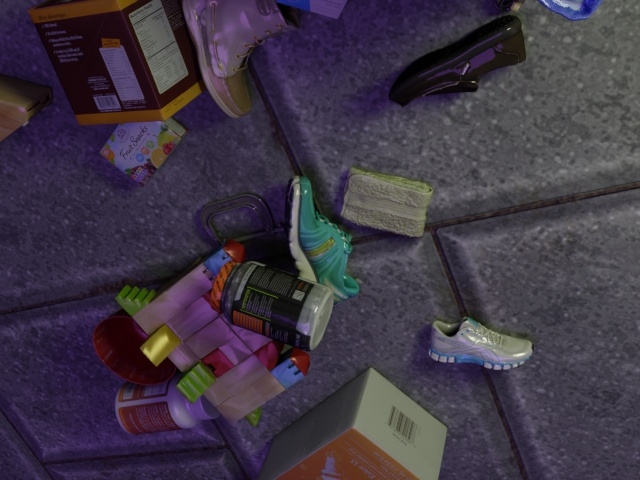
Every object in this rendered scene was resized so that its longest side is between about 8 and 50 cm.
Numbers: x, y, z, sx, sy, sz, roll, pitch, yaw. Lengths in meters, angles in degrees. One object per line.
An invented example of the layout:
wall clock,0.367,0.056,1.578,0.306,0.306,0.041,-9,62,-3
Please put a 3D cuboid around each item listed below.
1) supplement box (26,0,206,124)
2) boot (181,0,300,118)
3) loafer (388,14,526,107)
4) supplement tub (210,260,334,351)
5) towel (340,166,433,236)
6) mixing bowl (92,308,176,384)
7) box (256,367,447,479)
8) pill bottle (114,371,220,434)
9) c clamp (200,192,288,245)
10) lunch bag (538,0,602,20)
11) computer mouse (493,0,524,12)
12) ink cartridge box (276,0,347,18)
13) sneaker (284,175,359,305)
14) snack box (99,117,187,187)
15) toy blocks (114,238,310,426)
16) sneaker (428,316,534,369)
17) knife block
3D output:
supplement box,-0.308,-0.297,1.254,0.191,0.129,0.194,3,125,32
boot,-0.106,-0.300,1.240,0.165,0.077,0.213,-9,112,23
loafer,0.201,-0.243,1.180,0.220,0.080,0.078,-23,113,29
supplement tub,-0.082,0.106,1.372,0.190,0.117,0.117,19,127,13
towel,0.110,-0.062,1.367,0.148,0.027,0.110,14,127,8
mixing bowl,-0.359,0.195,1.649,0.181,0.098,0.181,9,126,12
box,0.055,0.452,1.649,0.215,0.168,0.345,39,126,-11
pill bottle,-0.319,0.345,1.725,0.216,0.121,0.121,-12,119,25
c clamp,-0.139,-0.021,1.478,0.161,0.022,0.137,-8,121,22
lunch bag,0.180,-0.451,0.894,0.385,0.328,0.239,29,126,-5
computer mouse,0.205,-0.389,1.106,0.193,0.042,0.106,21,132,-4
ink cartridge box,0.012,-0.406,1.114,0.104,0.060,0.180,7,134,-30
sneaker,0.000,0.000,1.419,0.110,0.107,0.275,-13,125,4
snack box,-0.312,-0.173,1.419,0.100,0.037,0.141,39,126,-9
toy blocks,-0.157,0.162,1.533,0.261,0.191,0.381,-35,102,21
sneaker,0.285,0.178,1.452,0.191,0.071,0.083,1,118,17
knife block,-0.648,-0.267,1.431,0.276,0.088,0.242,-25,113,31
